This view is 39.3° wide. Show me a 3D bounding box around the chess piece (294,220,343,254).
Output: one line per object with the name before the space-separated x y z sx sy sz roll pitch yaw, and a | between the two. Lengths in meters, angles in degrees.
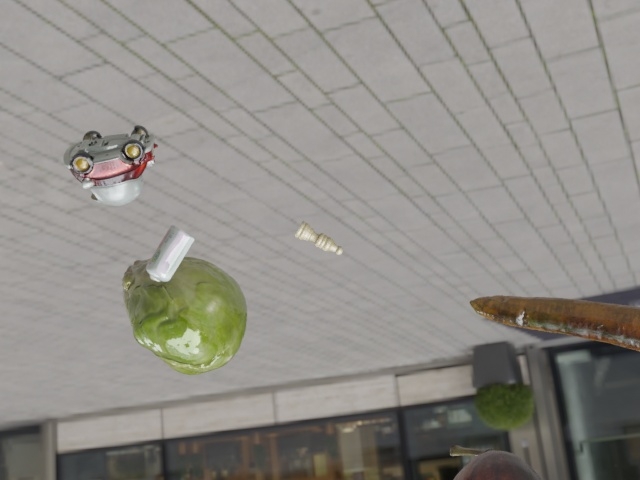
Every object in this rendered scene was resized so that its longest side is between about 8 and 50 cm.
chess piece | 0.000 0.000 1.652 0.092 0.035 0.035 29 159 -1

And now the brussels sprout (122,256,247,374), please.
brussels sprout | -0.297 0.162 1.971 0.273 0.243 0.316 19 -169 -35

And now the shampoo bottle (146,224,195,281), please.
shampoo bottle | -0.258 0.025 1.520 0.043 0.099 0.072 33 175 -24

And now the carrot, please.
carrot | 0.381 0.119 1.377 0.314 0.066 0.066 8 171 29

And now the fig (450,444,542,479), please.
fig | 0.322 0.450 1.615 0.186 0.250 0.204 15 129 6

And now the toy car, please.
toy car | -0.319 -0.109 1.400 0.139 0.112 0.112 -9 -153 2
